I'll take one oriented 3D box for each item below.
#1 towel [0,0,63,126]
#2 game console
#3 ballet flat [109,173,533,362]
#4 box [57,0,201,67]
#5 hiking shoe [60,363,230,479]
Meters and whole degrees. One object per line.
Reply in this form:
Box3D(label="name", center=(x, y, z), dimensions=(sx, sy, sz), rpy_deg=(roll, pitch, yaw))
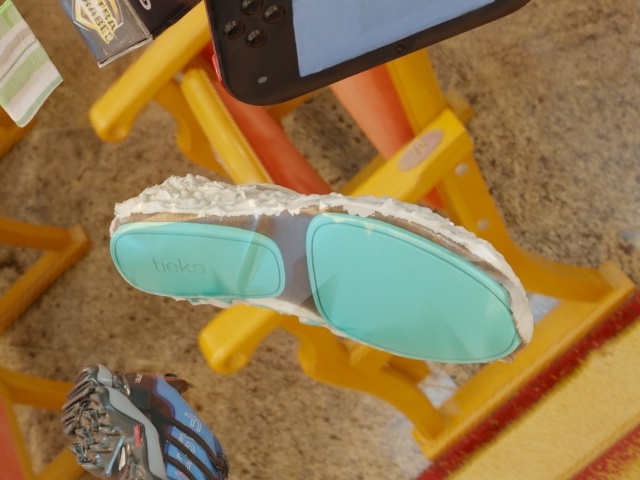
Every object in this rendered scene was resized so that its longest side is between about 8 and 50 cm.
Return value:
Box3D(label="towel", center=(-0.438, -0.253, 1.458), dimensions=(0.023, 0.152, 0.113), rpy_deg=(8, 54, 27))
Box3D(label="game console", center=(0.066, -0.298, 0.932), dimensions=(0.387, 0.342, 0.060), rpy_deg=(-23, 61, -12))
Box3D(label="ballet flat", center=(0.000, 0.000, 0.904), dimensions=(0.409, 0.147, 0.146), rpy_deg=(11, 74, 24))
Box3D(label="box", center=(-0.202, -0.347, 0.948), dimensions=(0.073, 0.295, 0.293), rpy_deg=(-23, 20, 26))
Box3D(label="hiking shoe", center=(-0.125, 0.228, 0.915), dimensions=(0.113, 0.132, 0.304), rpy_deg=(-57, 48, 33))
